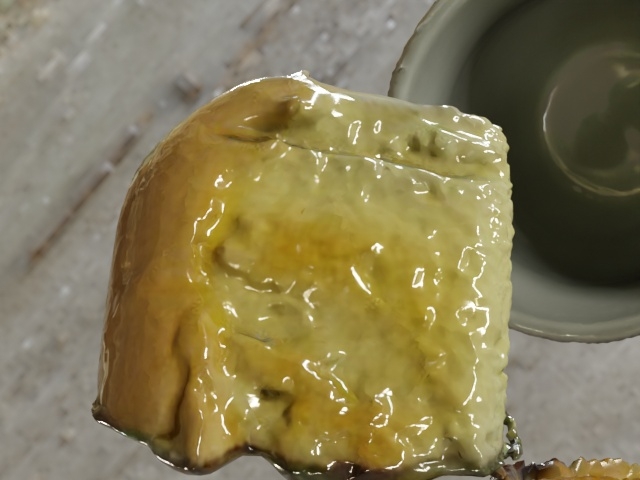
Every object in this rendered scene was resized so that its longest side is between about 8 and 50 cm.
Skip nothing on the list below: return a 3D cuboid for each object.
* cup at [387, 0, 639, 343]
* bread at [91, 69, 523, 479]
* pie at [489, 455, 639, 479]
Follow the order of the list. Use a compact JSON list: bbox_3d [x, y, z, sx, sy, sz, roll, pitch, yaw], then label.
[{"bbox_3d":[0.210,-0.080,1.108,0.301,0.227,0.257,-9,6,16],"label":"cup"},{"bbox_3d":[0.000,-0.004,0.772,0.251,0.174,0.133,-83,-1,-66],"label":"bread"},{"bbox_3d":[0.190,0.164,0.787,0.315,0.315,0.092,-154,73,-72],"label":"pie"}]
